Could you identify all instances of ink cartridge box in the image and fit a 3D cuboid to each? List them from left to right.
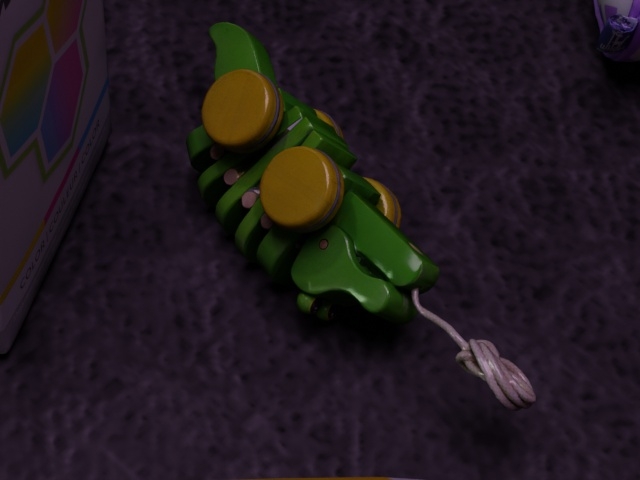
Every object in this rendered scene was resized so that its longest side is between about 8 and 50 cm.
[{"bbox_3d":[-0.113,-0.071,0.493,0.062,0.209,0.109,13,51,6],"label":"ink cartridge box"}]

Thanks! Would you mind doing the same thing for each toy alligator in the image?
[{"bbox_3d":[0.000,0.000,0.558,0.051,0.056,0.189,-44,61,13],"label":"toy alligator"}]

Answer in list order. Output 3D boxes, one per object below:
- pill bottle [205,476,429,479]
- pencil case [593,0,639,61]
[{"bbox_3d":[-0.048,0.145,0.346,0.334,0.188,0.188,1,52,-8],"label":"pill bottle"},{"bbox_3d":[0.209,-0.110,0.647,0.206,0.088,0.086,2,54,-7],"label":"pencil case"}]
